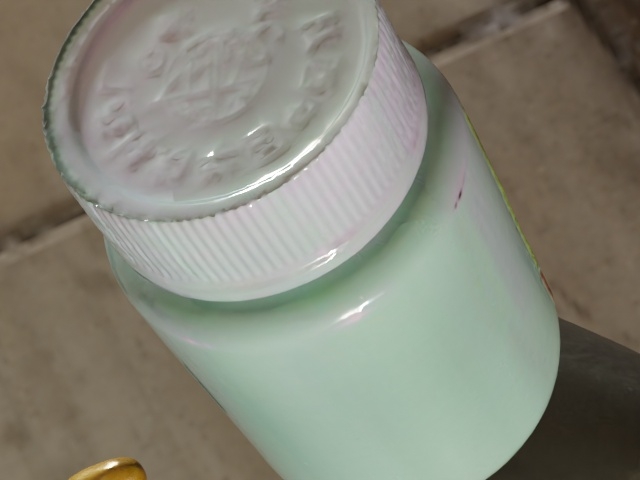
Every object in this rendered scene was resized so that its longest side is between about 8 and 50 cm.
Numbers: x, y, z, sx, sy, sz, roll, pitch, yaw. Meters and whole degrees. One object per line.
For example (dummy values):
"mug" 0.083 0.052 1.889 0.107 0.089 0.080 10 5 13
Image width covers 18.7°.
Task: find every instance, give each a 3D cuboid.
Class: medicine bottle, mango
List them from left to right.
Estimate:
"mango" -0.163 0.192 1.464 0.089 0.060 0.046 -44 46 36
"medicine bottle" 0.000 0.000 0.725 0.139 0.139 0.225 52 178 37

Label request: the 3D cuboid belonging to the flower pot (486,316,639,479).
"flower pot" 0.125 0.144 1.119 0.166 0.269 0.269 5 133 20
